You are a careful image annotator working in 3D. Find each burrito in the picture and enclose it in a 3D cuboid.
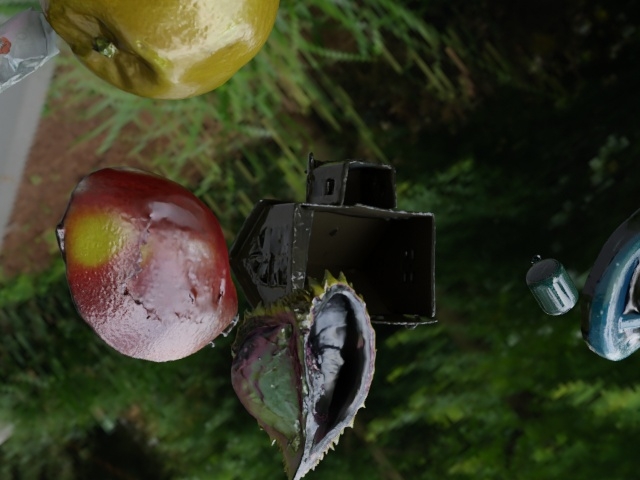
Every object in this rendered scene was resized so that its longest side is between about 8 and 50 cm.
[{"bbox_3d":[-0.375,-0.189,1.528,0.203,0.064,0.064,-46,-177,-31],"label":"burrito"}]

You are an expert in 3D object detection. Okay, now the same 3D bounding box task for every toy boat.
[{"bbox_3d":[0.377,0.020,1.349,0.092,0.134,0.299,20,-136,40],"label":"toy boat"}]

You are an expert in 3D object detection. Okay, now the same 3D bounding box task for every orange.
[{"bbox_3d":[-0.180,-0.283,1.477,0.235,0.279,0.279,-56,-177,-14],"label":"orange"}]

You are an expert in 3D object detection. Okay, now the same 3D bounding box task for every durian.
[{"bbox_3d":[-0.022,0.099,1.208,0.108,0.187,0.119,18,-151,35],"label":"durian"}]

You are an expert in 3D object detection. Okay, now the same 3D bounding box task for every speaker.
[{"bbox_3d":[0.334,0.064,2.017,0.060,0.075,0.094,-39,-154,-11],"label":"speaker"}]

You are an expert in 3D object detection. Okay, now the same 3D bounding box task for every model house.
[{"bbox_3d":[0.000,0.000,1.665,0.211,0.204,0.243,5,176,-27],"label":"model house"}]

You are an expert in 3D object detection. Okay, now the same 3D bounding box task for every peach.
[{"bbox_3d":[-0.153,0.034,1.395,0.068,0.279,0.189,4,-110,41],"label":"peach"}]
